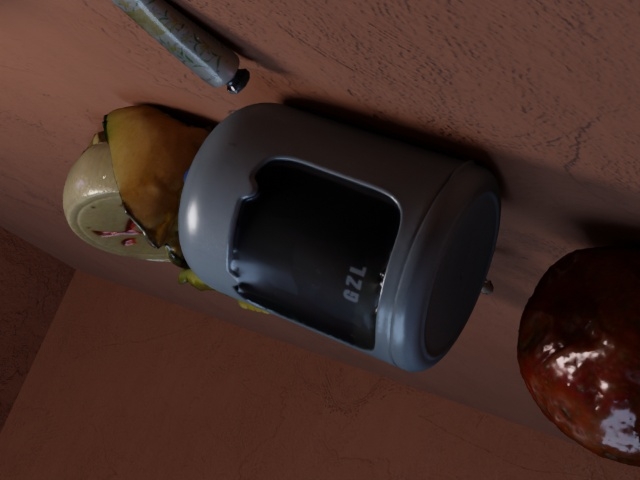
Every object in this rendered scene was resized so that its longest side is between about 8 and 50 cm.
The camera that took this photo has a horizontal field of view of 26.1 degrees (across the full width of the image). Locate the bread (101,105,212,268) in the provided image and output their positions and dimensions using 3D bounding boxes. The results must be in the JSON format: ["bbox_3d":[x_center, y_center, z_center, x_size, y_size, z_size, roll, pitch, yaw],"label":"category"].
[{"bbox_3d":[-0.178,-0.092,1.834,0.174,0.133,0.251,39,-155,-47],"label":"bread"}]

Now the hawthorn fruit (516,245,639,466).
[{"bbox_3d":[0.346,0.123,1.523,0.262,0.258,0.258,39,174,17],"label":"hawthorn fruit"}]

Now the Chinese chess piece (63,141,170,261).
[{"bbox_3d":[-0.261,-0.058,2.084,0.250,0.103,0.249,6,154,3],"label":"Chinese chess piece"}]

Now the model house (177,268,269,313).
[{"bbox_3d":[-0.072,0.049,2.195,0.234,0.174,0.193,33,165,-29],"label":"model house"}]

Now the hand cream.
[{"bbox_3d":[-0.152,-0.215,1.420,0.194,0.042,0.067,35,166,-32],"label":"hand cream"}]

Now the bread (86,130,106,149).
[{"bbox_3d":[-0.325,-0.107,2.230,0.128,0.087,0.232,17,166,-13],"label":"bread"}]

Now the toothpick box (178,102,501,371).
[{"bbox_3d":[0.004,-0.023,1.554,0.355,0.263,0.263,20,169,21],"label":"toothpick box"}]

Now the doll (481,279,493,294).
[{"bbox_3d":[0.109,0.008,1.778,0.154,0.119,0.278,18,173,45],"label":"doll"}]
